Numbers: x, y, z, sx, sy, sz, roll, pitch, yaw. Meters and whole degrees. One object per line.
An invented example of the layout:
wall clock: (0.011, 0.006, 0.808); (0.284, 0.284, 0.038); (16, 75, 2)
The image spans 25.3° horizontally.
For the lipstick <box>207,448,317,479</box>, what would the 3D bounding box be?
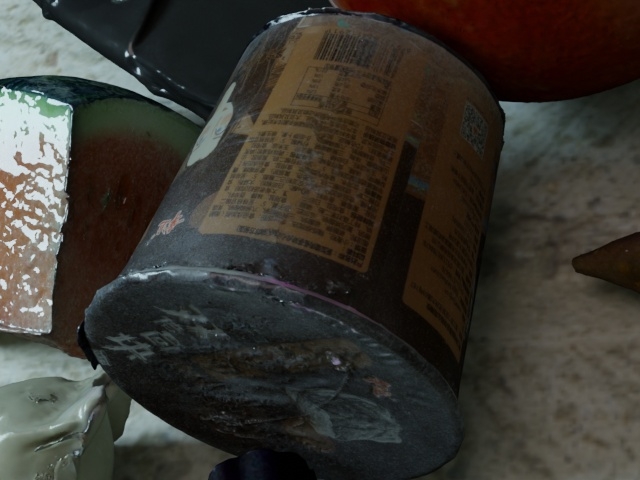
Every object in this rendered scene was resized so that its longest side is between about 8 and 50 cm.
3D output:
lipstick: (0.005, 0.277, 0.678); (0.077, 0.077, 0.418); (-27, 43, 9)

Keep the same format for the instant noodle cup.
instant noodle cup: (0.000, 0.000, 0.814); (0.217, 0.217, 0.207); (2, 55, 28)

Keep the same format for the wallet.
wallet: (-0.095, -0.197, 1.057); (0.197, 0.051, 0.377); (-35, 47, -21)

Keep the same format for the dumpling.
dumpling: (-0.178, 0.149, 0.862); (0.118, 0.136, 0.199); (47, 110, 5)

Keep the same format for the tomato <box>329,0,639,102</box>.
tomato: (0.093, -0.176, 0.858); (0.170, 0.309, 0.309); (-47, 50, 10)

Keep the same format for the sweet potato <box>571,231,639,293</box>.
sweet potato: (0.243, 0.014, 0.772); (0.218, 0.051, 0.065); (8, 66, 30)

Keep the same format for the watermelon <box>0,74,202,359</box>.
watermelon: (-0.231, -0.010, 0.980); (0.318, 0.148, 0.226); (-25, 60, 13)
